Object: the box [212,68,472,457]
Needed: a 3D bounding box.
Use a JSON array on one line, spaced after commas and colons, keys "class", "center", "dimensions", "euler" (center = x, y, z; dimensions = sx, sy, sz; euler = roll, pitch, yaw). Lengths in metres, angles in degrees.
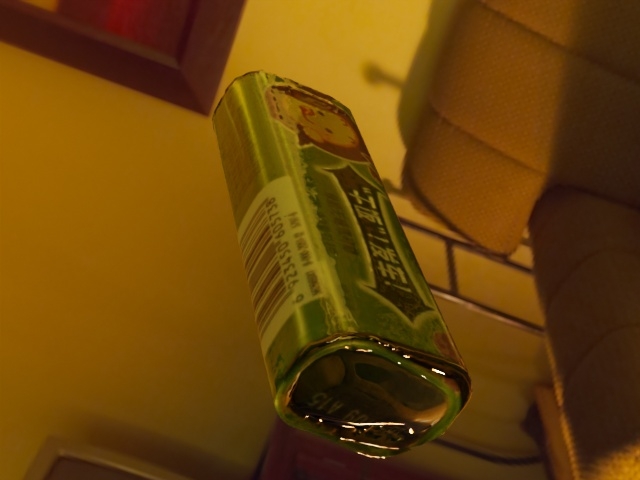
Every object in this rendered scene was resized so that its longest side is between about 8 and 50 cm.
[{"class": "box", "center": [0.000, 0.000, 0.704], "dimensions": [0.097, 0.134, 0.345], "euler": [-56, 31, 27]}]
